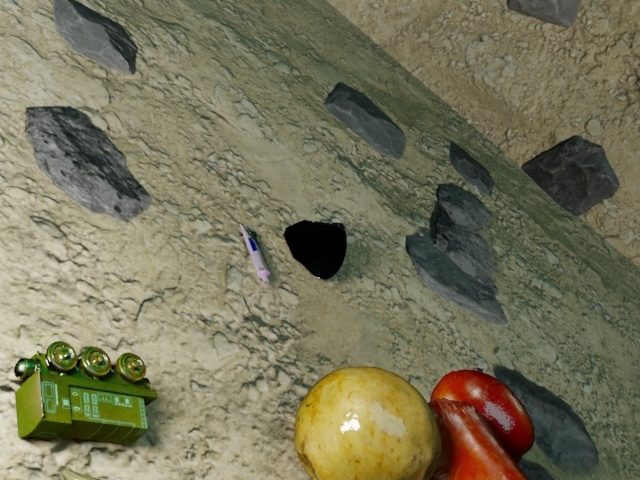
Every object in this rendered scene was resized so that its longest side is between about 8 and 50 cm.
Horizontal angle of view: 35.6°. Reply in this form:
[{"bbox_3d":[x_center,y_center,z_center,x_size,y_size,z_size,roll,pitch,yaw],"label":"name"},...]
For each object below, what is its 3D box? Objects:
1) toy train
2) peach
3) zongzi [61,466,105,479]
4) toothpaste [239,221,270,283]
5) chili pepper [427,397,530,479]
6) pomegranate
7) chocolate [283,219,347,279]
[{"bbox_3d":[-0.346,0.234,1.484,0.225,0.090,0.137,17,46,-40],"label":"toy train"},{"bbox_3d":[0.327,0.370,2.046,0.196,0.190,0.226,-27,64,-32],"label":"peach"},{"bbox_3d":[-0.205,0.390,1.419,0.274,0.125,0.251,46,29,16],"label":"zongzi"},{"bbox_3d":[-0.134,0.027,2.081,0.045,0.028,0.170,26,29,-41],"label":"toothpaste"},{"bbox_3d":[0.284,0.452,1.832,0.251,0.229,0.305,61,5,-46],"label":"chili pepper"},{"bbox_3d":[0.082,0.337,1.729,0.260,0.260,0.260,31,31,-21],"label":"pomegranate"},{"bbox_3d":[0.000,0.000,2.207,0.149,0.125,0.080,40,12,3],"label":"chocolate"}]
